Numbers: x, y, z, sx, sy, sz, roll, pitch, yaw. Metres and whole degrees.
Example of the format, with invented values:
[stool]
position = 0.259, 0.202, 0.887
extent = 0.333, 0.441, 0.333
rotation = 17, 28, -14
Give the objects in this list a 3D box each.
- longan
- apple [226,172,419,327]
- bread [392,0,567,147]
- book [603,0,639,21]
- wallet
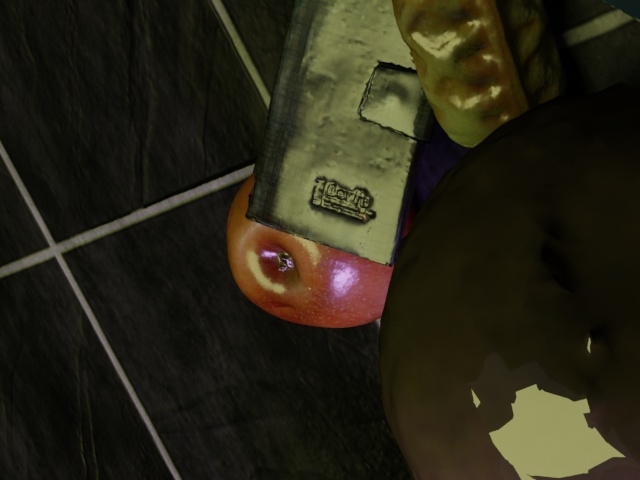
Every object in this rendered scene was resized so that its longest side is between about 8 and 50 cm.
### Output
[longan]
position = 0.248, 0.099, 1.534
extent = 0.404, 0.404, 0.436
rotation = -27, 93, 50
[apple]
position = 0.000, 0.000, 1.902
extent = 0.201, 0.162, 0.201
rotation = 26, 131, 34
[bread]
position = 0.141, -0.175, 1.646
extent = 0.088, 0.128, 0.232
rotation = -105, -8, -53
[book]
position = 0.356, -0.260, 1.463
extent = 0.428, 0.039, 0.300
rotation = 34, 135, 26
[wallet]
position = 0.033, -0.146, 1.753
extent = 0.169, 0.044, 0.317
rotation = 20, 105, 23
